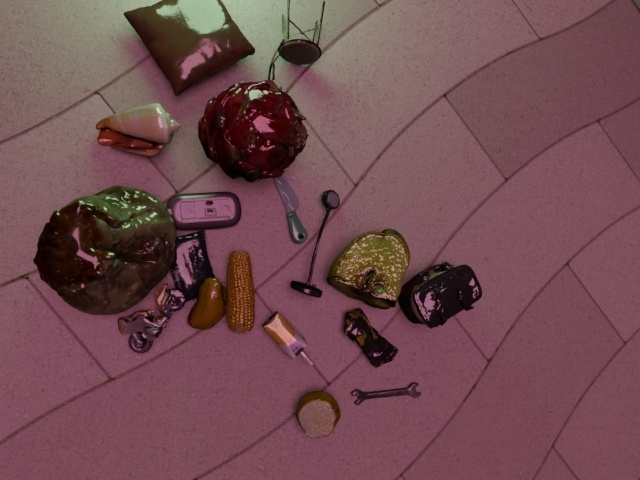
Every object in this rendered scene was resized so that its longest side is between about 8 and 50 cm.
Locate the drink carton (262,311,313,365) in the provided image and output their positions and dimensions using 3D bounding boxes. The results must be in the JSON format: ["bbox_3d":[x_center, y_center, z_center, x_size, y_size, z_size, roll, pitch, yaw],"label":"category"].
[{"bbox_3d":[-0.096,0.323,1.605,0.084,0.074,0.200,-42,96,-13],"label":"drink carton"}]

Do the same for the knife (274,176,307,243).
[{"bbox_3d":[-0.099,-0.116,1.670,0.063,0.034,0.261,-16,86,-19],"label":"knife"}]

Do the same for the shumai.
[{"bbox_3d":[-0.606,0.018,1.370,0.324,0.323,0.398,36,83,1],"label":"shumai"}]

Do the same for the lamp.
[{"bbox_3d":[-0.027,0.007,1.658,0.130,0.108,0.372,18,70,-41],"label":"lamp"}]

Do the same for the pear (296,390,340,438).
[{"bbox_3d":[-0.004,0.550,1.595,0.140,0.104,0.141,0,91,10],"label":"pear"}]

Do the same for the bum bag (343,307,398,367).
[{"bbox_3d":[0.161,0.327,1.675,0.232,0.060,0.107,46,68,-8],"label":"bum bag"}]

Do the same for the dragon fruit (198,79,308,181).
[{"bbox_3d":[-0.210,-0.331,1.524,0.328,0.329,0.330,1,85,-14],"label":"dragon fruit"}]

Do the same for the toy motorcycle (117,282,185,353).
[{"bbox_3d":[-0.515,0.225,1.498,0.129,0.094,0.229,39,88,-9],"label":"toy motorcycle"}]

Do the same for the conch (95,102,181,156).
[{"bbox_3d":[-0.555,-0.349,1.548,0.254,0.127,0.159,6,114,8],"label":"conch"}]

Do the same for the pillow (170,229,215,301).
[{"bbox_3d":[-0.406,0.082,1.560,0.141,0.055,0.209,-15,91,-16],"label":"pillow"}]

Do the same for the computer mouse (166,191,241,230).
[{"bbox_3d":[-0.369,-0.094,1.586,0.232,0.057,0.120,-6,86,-17],"label":"computer mouse"}]

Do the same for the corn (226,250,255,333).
[{"bbox_3d":[-0.253,0.163,1.573,0.091,0.091,0.260,-3,84,27],"label":"corn"}]

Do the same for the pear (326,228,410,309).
[{"bbox_3d":[0.164,0.072,1.654,0.238,0.164,0.256,21,75,-1],"label":"pear"}]

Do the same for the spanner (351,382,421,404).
[{"bbox_3d":[0.226,0.521,1.697,0.254,0.015,0.054,-2,87,-14],"label":"spanner"}]

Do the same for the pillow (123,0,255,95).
[{"bbox_3d":[-0.417,-0.660,1.599,0.307,0.108,0.306,-35,92,-14],"label":"pillow"}]

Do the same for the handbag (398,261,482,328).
[{"bbox_3d":[0.401,0.175,1.686,0.254,0.181,0.181,-26,92,-15],"label":"handbag"}]

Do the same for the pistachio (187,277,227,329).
[{"bbox_3d":[-0.334,0.200,1.521,0.100,0.110,0.189,12,116,-42],"label":"pistachio"}]

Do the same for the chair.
[{"bbox_3d":[-0.081,-0.630,1.659,0.170,0.160,0.326,7,79,-12],"label":"chair"}]
